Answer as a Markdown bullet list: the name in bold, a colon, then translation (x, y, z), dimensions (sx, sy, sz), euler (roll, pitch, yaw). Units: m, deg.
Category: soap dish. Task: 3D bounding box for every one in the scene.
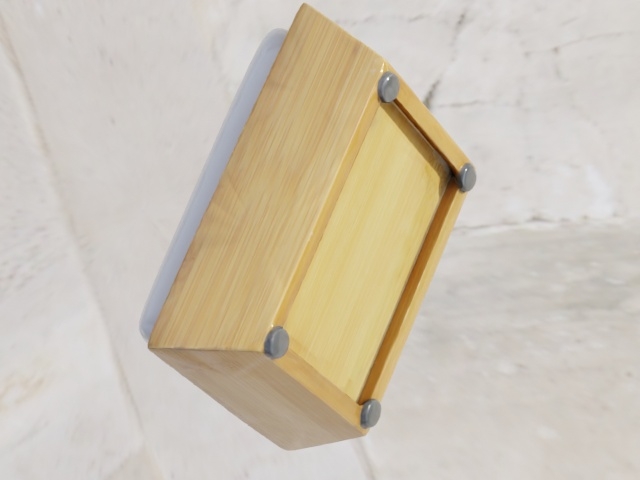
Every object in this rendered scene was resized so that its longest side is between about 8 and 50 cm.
- **soap dish**: translation (0.000, 0.000, 1.424), dimensions (0.118, 0.229, 0.291), euler (14, 72, 33)
